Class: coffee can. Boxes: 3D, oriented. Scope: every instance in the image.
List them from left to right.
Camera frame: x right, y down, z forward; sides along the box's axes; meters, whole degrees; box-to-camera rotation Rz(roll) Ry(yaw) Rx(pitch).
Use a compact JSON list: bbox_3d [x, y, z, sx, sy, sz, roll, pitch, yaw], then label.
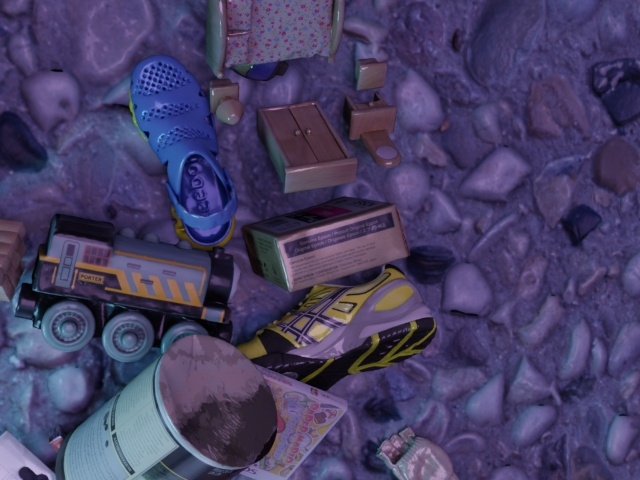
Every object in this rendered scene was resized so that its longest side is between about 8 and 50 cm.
[{"bbox_3d":[-0.224,0.288,1.308,0.201,0.201,0.275,39,124,-16],"label":"coffee can"}]

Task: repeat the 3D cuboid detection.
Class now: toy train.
[{"bbox_3d":[-0.281,0.077,1.365,0.334,0.142,0.190,12,98,-18],"label":"toy train"}]

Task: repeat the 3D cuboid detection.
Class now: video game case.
[{"bbox_3d":[-0.101,0.292,1.439,0.206,0.026,0.227,24,124,-17],"label":"video game case"}]

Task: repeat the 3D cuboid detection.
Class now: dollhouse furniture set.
[{"bbox_3d":[0.001,-0.265,1.326,0.303,0.174,0.355,-10,134,-18],"label":"dollhouse furniture set"}]

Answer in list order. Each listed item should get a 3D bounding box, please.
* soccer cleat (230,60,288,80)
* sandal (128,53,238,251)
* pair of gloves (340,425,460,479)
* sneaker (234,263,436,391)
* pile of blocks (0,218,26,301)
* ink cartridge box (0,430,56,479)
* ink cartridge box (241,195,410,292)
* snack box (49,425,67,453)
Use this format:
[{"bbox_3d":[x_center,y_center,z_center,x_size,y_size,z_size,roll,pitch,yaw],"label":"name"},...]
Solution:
[{"bbox_3d":[-0.080,-0.395,1.421,0.121,0.093,0.289,15,92,-31],"label":"soccer cleat"},{"bbox_3d":[-0.199,-0.134,1.388,0.126,0.138,0.317,-24,99,-12],"label":"sandal"},{"bbox_3d":[0.137,0.452,1.543,0.240,0.042,0.204,-38,78,-12],"label":"pair of gloves"},{"bbox_3d":[-0.011,0.159,1.485,0.385,0.145,0.147,-17,58,-5],"label":"sneaker"},{"bbox_3d":[-0.595,0.063,1.310,0.362,0.149,0.112,-12,141,-7],"label":"pile of blocks"},{"bbox_3d":[-0.477,0.427,1.318,0.189,0.066,0.232,46,58,-9],"label":"ink cartridge box"},{"bbox_3d":[0.000,0.000,1.405,0.193,0.235,0.088,-18,100,-16],"label":"ink cartridge box"},{"bbox_3d":[-0.361,0.369,1.411,0.022,0.064,0.178,-35,103,-11],"label":"snack box"}]
